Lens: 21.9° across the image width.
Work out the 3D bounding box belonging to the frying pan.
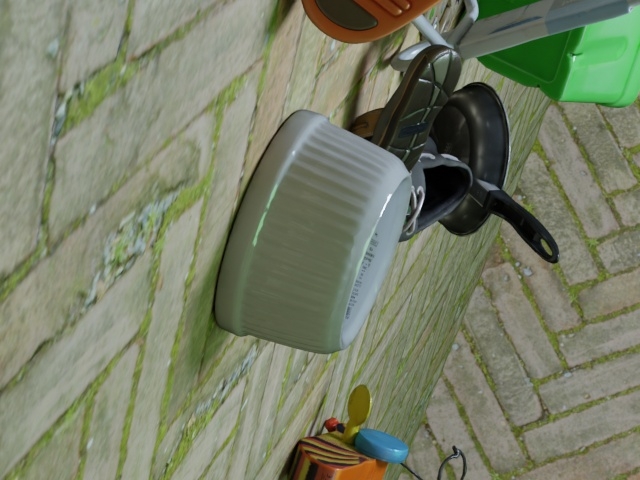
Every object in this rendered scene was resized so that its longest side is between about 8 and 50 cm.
[{"bbox_3d":[0.189,-0.053,2.052,0.197,0.053,0.326,123,-35,-44],"label":"frying pan"}]

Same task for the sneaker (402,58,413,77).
[{"bbox_3d":[0.120,-0.187,1.866,0.109,0.044,0.040,-18,126,-79],"label":"sneaker"}]

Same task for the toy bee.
[{"bbox_3d":[0.037,0.295,2.179,0.195,0.162,0.298,-59,143,-8],"label":"toy bee"}]

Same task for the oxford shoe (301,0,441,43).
[{"bbox_3d":[0.097,-0.283,1.335,0.363,0.130,0.133,-52,-175,-22],"label":"oxford shoe"}]

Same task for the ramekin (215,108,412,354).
[{"bbox_3d":[0.000,0.000,1.433,0.207,0.109,0.207,21,90,-80],"label":"ramekin"}]

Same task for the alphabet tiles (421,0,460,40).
[{"bbox_3d":[0.162,-0.328,1.901,0.198,0.009,0.237,76,36,-72],"label":"alphabet tiles"}]

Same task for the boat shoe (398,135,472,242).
[{"bbox_3d":[0.102,-0.058,1.876,0.335,0.096,0.112,-39,148,-70],"label":"boat shoe"}]

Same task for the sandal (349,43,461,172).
[{"bbox_3d":[0.065,-0.114,1.661,0.090,0.060,0.219,-15,141,-46],"label":"sandal"}]

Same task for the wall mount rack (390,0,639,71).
[{"bbox_3d":[0.203,-0.258,1.622,0.304,0.350,0.130,-53,125,-65],"label":"wall mount rack"}]

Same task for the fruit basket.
[{"bbox_3d":[0.374,-0.368,2.126,0.392,0.283,0.392,-45,152,-32],"label":"fruit basket"}]
